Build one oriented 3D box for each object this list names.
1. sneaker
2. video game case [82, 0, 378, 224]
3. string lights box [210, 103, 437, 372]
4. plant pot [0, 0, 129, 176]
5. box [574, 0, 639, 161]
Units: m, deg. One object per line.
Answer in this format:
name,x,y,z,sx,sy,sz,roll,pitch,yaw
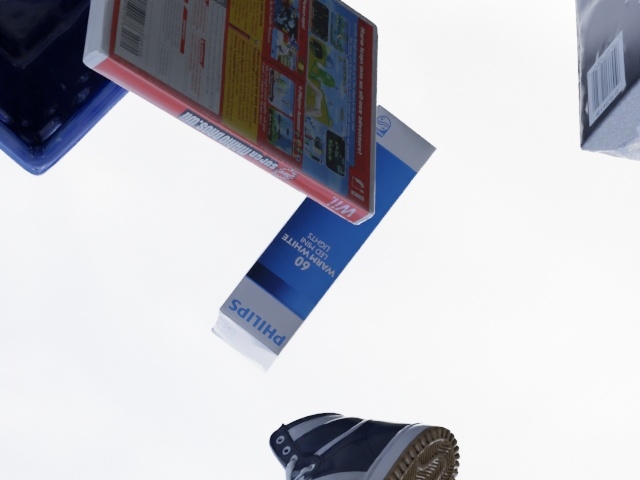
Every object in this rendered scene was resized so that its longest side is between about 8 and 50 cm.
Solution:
sneaker,-0.015,0.248,1.645,0.153,0.099,0.282,9,-144,42
video game case,-0.061,-0.157,1.482,0.285,0.025,0.204,30,-133,-34
string lights box,0.000,0.000,1.844,0.077,0.259,0.133,37,167,1
plant pot,-0.253,-0.220,1.585,0.236,0.236,0.212,44,178,-16
box,0.285,-0.169,1.246,0.142,0.247,0.163,10,-120,-15
